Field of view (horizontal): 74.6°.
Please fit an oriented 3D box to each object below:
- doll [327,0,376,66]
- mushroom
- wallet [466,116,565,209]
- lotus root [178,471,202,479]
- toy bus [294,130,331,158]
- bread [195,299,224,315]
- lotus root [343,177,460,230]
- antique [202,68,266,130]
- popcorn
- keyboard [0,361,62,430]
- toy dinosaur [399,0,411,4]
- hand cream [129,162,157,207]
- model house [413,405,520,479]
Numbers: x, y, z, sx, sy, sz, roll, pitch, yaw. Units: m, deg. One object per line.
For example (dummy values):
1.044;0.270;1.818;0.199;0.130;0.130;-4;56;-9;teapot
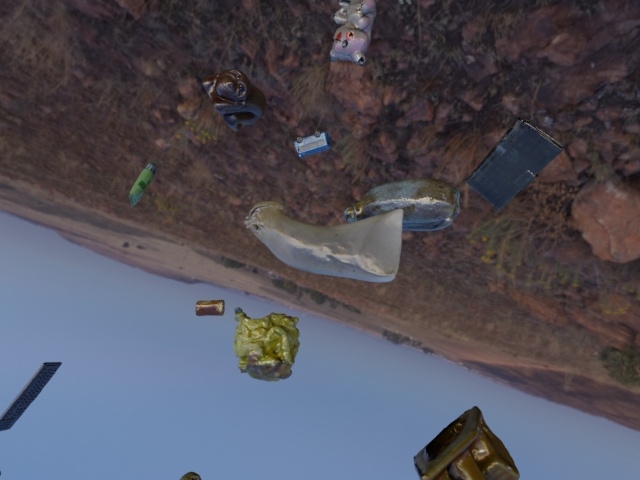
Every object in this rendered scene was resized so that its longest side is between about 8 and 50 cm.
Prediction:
0.090;-0.577;1.158;0.095;0.192;0.149;-3;-148;-42;doll
-0.001;0.000;1.042;0.397;0.177;0.126;5;174;11;mushroom
0.622;-0.243;1.379;0.169;0.044;0.317;40;148;10;wallet
-0.373;0.710;1.151;0.077;0.183;0.090;23;-149;3;lotus root
-0.019;-0.231;1.014;0.083;0.046;0.038;-14;175;17;toy bus
-0.317;0.194;1.212;0.083;0.047;0.036;-2;-177;6;bread
0.225;-0.105;1.186;0.322;0.140;0.158;1;164;19;lotus root
-0.248;-0.426;1.266;0.143;0.121;0.257;-27;168;5;antique
-0.199;0.383;1.557;0.292;0.237;0.293;8;130;9;popcorn
-0.567;0.302;0.813;0.010;0.155;0.053;34;171;11;keyboard
0.165;-0.513;0.853;0.180;0.058;0.037;38;166;14;toy dinosaur
-0.669;-0.213;1.582;0.046;0.175;0.095;23;153;-10;hand cream
0.361;0.553;0.969;0.239;0.268;0.173;55;157;15;model house
